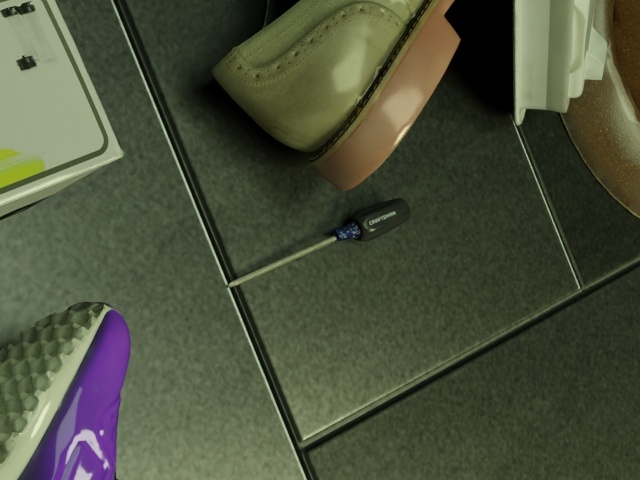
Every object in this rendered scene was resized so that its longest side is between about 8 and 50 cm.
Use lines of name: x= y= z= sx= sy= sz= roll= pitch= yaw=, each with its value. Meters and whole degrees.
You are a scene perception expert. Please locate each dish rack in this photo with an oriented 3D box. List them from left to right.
dish rack: x=0.209 y=-0.280 z=1.068 sx=0.072 sy=0.285 sz=0.333 roll=9 pitch=68 yaw=11

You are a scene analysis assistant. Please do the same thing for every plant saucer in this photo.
plant saucer: x=0.331 y=-0.162 z=1.260 sx=0.310 sy=0.050 sz=0.311 roll=12 pitch=69 yaw=-35

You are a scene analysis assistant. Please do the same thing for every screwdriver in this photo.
screwdriver: x=0.000 y=0.000 z=0.978 sx=0.170 sy=0.024 sz=0.025 roll=-19 pitch=118 yaw=-37

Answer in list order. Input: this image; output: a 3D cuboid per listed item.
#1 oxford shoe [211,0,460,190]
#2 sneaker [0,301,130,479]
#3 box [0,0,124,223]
oxford shoe: x=0.050 y=-0.229 z=1.010 sx=0.146 sy=0.140 sz=0.397 roll=33 pitch=55 yaw=-13
sneaker: x=-0.154 y=0.184 z=0.767 sx=0.146 sy=0.102 sz=0.293 roll=34 pitch=64 yaw=-30
box: x=-0.239 y=-0.015 z=0.627 sx=0.169 sy=0.290 sz=0.087 roll=-27 pitch=94 yaw=-40
